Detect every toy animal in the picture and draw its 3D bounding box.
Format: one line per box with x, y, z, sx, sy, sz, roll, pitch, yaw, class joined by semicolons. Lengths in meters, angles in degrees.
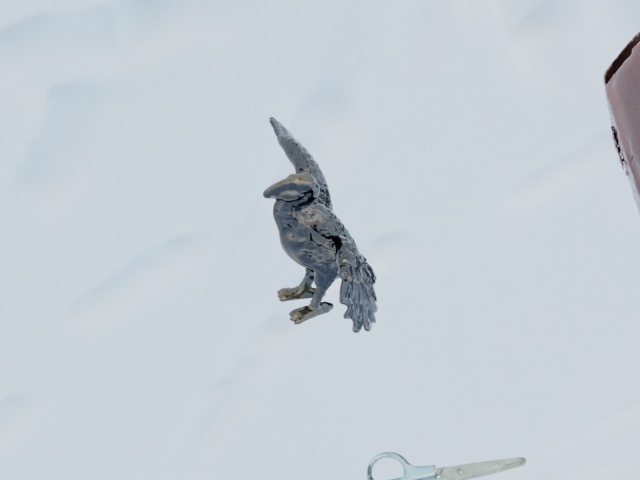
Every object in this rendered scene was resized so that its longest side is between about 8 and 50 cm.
0.000;0.000;0.779;0.062;0.220;0.108;-13;126;-7;toy animal

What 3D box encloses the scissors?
0.065;0.119;0.631;0.083;0.036;0.006;-9;149;-10;scissors

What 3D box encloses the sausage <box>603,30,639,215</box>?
0.334;-0.077;1.065;0.152;0.279;0.152;-6;141;-5;sausage
